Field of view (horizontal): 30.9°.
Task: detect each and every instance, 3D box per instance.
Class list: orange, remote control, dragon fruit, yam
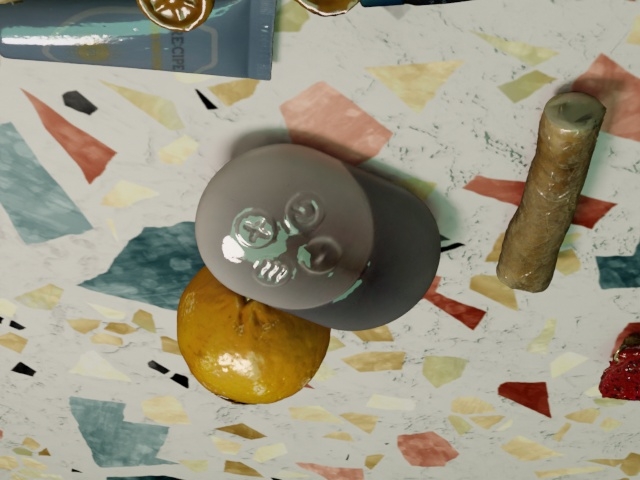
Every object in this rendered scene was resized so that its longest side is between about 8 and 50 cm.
[{"bbox_3d":[-0.092,0.119,1.616,0.219,0.219,0.193,19,159,-15],"label":"orange"},{"bbox_3d":[0.000,0.000,1.490,0.332,0.103,0.221,21,114,-21],"label":"remote control"},{"bbox_3d":[0.494,0.183,1.719,0.162,0.083,0.106,4,131,38],"label":"dragon fruit"},{"bbox_3d":[0.278,-0.051,1.423,0.081,0.081,0.357,6,144,3],"label":"yam"}]

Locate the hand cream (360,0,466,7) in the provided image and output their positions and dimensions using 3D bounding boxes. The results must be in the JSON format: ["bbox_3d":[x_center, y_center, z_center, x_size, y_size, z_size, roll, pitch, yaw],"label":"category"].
[{"bbox_3d":[0.167,-0.275,1.132,0.270,0.061,0.120,-5,159,10],"label":"hand cream"}]

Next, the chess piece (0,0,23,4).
[{"bbox_3d":[-0.330,-0.370,1.064,0.137,0.137,0.301,2,133,9],"label":"chess piece"}]

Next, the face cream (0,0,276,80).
[{"bbox_3d":[-0.242,-0.234,1.260,0.385,0.086,0.135,4,146,-3],"label":"face cream"}]

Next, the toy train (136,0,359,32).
[{"bbox_3d":[-0.087,-0.325,1.031,0.369,0.163,0.231,-3,136,17],"label":"toy train"}]
